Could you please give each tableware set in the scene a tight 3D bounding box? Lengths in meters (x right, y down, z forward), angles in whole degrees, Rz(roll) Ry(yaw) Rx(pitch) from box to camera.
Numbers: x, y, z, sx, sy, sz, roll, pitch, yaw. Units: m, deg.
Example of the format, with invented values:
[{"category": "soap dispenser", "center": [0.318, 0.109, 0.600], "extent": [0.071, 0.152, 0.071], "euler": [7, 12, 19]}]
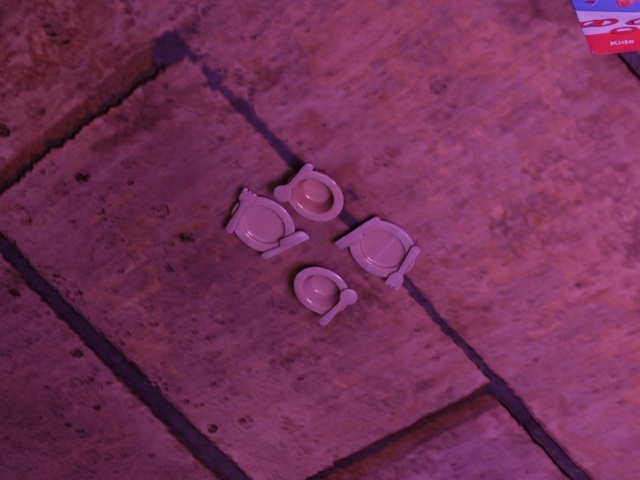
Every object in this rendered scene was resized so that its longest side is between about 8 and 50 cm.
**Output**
[{"category": "tableware set", "center": [0.000, 0.000, 1.702], "extent": [0.168, 0.020, 0.141], "euler": [42, 130, -12]}]

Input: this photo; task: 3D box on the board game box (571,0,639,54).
[{"category": "board game box", "center": [0.305, -0.234, 1.218], "extent": [0.308, 0.086, 0.302], "euler": [-5, 162, 16]}]
